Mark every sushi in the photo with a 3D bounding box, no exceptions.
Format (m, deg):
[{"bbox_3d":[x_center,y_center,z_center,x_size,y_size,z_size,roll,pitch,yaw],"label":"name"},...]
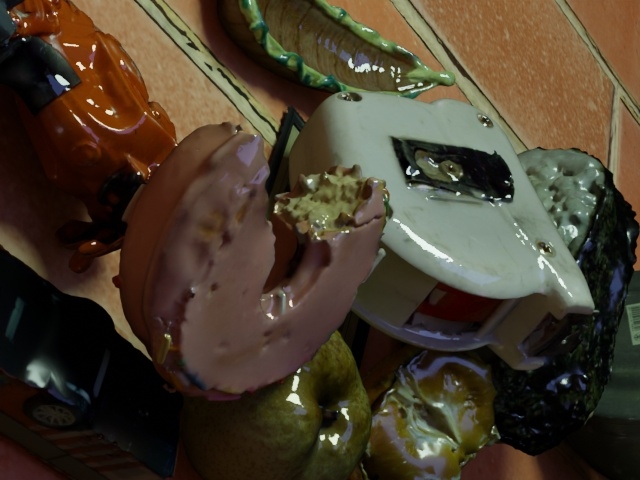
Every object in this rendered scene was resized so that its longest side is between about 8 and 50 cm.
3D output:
[{"bbox_3d":[0.218,0.063,1.606,0.171,0.211,0.350,55,42,-35],"label":"sushi"}]

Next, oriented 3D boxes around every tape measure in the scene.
[{"bbox_3d":[0.107,-0.018,1.413,0.265,0.130,0.258,7,48,-35],"label":"tape measure"}]

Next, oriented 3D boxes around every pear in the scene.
[{"bbox_3d":[-0.034,0.139,1.234,0.167,0.136,0.167,19,66,-50],"label":"pear"}]

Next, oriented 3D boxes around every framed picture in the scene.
[{"bbox_3d":[0.000,0.000,1.471,0.199,0.010,0.195,50,39,-32],"label":"framed picture"}]

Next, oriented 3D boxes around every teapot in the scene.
[{"bbox_3d":[0.426,0.191,1.778,0.239,0.321,0.239,-61,142,-39],"label":"teapot"}]

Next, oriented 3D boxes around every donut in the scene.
[{"bbox_3d":[-0.057,0.018,1.095,0.233,0.085,0.199,18,101,-55],"label":"donut"}]

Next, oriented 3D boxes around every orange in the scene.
[{"bbox_3d":[0.085,0.170,1.422,0.170,0.112,0.160,12,83,-42],"label":"orange"}]

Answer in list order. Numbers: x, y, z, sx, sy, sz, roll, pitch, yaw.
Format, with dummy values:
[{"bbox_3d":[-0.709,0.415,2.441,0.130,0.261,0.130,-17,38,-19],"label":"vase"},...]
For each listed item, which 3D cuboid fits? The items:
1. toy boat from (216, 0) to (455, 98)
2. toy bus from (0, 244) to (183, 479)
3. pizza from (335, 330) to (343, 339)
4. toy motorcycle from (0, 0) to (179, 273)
[{"bbox_3d":[0.005,-0.194,1.492,0.293,0.099,0.108,24,56,-42],"label":"toy boat"},{"bbox_3d":[-0.242,0.043,0.998,0.409,0.092,0.093,44,40,-39],"label":"toy bus"},{"bbox_3d":[-0.018,0.071,1.336,0.036,0.099,0.160,-44,115,-20],"label":"pizza"},{"bbox_3d":[-0.193,-0.106,1.114,0.325,0.147,0.221,43,21,-42],"label":"toy motorcycle"}]
